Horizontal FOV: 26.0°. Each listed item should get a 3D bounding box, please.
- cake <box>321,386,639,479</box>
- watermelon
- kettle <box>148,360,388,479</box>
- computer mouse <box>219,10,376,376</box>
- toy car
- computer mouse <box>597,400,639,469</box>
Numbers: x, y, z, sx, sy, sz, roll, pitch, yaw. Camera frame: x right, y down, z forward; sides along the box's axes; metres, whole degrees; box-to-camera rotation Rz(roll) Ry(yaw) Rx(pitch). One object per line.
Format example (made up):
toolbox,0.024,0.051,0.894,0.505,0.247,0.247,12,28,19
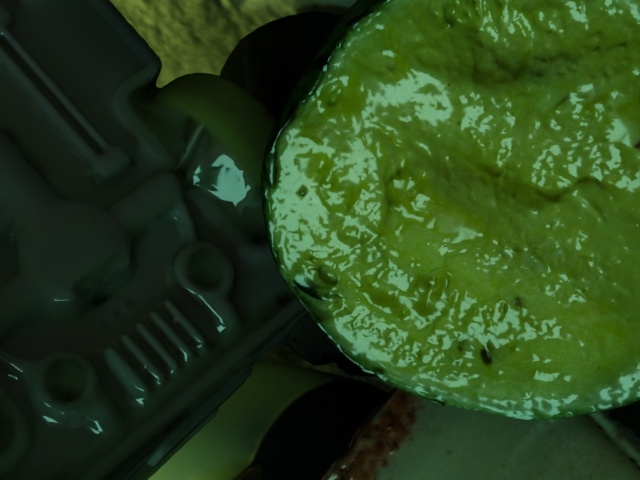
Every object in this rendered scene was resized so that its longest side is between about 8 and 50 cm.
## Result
cake,0.093,0.190,0.714,0.158,0.159,0.262,41,165,31
watermelon,0.094,-0.031,0.595,0.232,0.127,0.204,12,115,-2
kettle,-0.041,0.150,0.876,0.240,0.165,0.255,4,174,-42
computer mouse,0.000,0.000,0.745,0.147,0.088,0.264,16,145,19
toy car,-0.187,-0.017,0.658,0.336,0.242,0.226,45,148,4
computer mouse,0.213,0.085,0.653,0.288,0.097,0.159,-20,97,47
